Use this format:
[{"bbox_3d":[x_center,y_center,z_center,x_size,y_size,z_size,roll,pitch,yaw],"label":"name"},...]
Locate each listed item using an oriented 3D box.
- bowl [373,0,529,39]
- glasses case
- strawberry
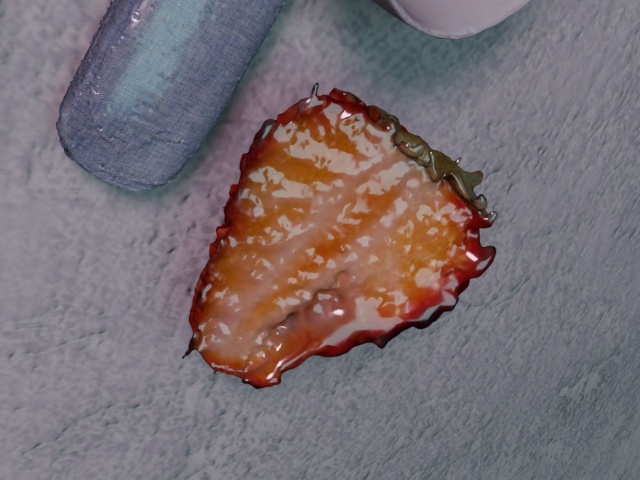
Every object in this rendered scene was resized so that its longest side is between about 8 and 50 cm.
[{"bbox_3d":[0.097,-0.307,0.497,0.287,0.144,0.287,-32,145,-27],"label":"bowl"},{"bbox_3d":[-0.099,-0.166,0.525,0.109,0.067,0.282,24,104,-39],"label":"glasses case"},{"bbox_3d":[0.018,0.000,0.667,0.253,0.150,0.280,17,110,-19],"label":"strawberry"}]
